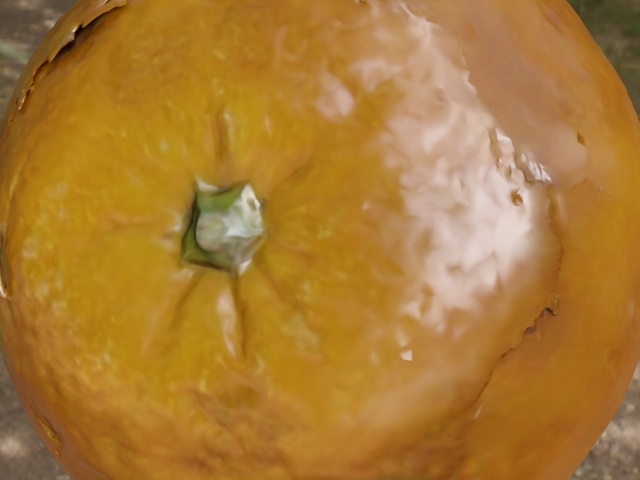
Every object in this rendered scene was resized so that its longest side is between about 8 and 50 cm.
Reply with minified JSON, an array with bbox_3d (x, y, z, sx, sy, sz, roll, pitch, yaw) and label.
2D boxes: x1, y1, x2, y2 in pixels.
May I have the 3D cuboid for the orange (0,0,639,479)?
[{"bbox_3d":[0.000,0.000,0.507,0.284,0.283,0.226,8,5,17],"label":"orange"}]
